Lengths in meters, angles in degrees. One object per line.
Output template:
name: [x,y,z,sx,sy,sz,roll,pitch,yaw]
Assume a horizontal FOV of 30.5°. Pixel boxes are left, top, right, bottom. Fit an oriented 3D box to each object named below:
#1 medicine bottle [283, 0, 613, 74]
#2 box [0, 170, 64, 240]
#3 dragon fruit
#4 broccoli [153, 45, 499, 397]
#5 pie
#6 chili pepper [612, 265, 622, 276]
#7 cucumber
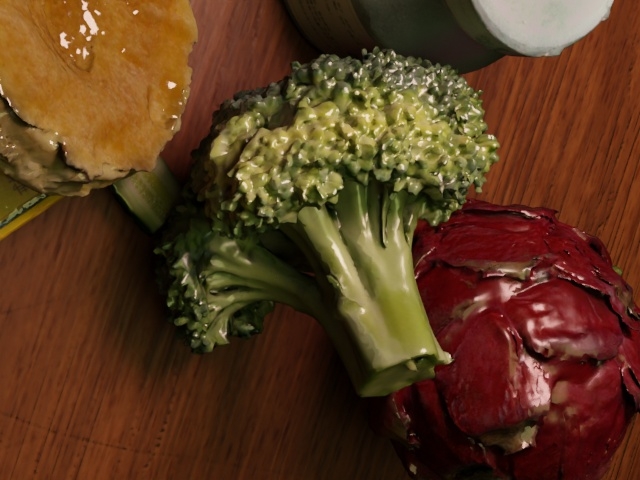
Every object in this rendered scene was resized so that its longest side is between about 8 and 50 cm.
medicine bottle: [0.125,-0.281,1.126,0.245,0.290,0.245,-6,101,-30]
box: [-0.369,-0.056,0.996,0.301,0.084,0.193,-38,113,-20]
dragon fruit: [0.189,0.113,1.226,0.329,0.329,0.329,-5,101,-29]
broccoli: [-0.014,-0.019,1.062,0.375,0.302,0.249,-33,127,20]
pie: [-0.223,-0.198,0.985,0.339,0.083,0.340,27,56,-48]
chili pepper: [0.292,0.148,1.410,0.136,0.099,0.270,30,89,-5]
cucumber: [-0.182,-0.060,1.133,0.067,0.035,0.107,-51,119,-34]
